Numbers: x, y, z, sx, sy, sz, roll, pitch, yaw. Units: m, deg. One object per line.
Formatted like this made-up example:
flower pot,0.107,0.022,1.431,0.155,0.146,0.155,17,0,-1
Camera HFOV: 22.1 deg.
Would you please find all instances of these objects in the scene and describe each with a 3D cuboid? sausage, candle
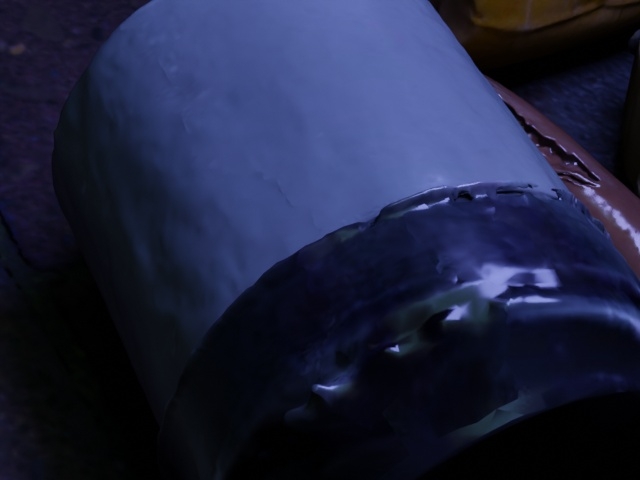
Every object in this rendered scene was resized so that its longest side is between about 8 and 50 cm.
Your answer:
sausage,0.127,-0.025,0.932,0.078,0.078,0.304,-24,56,-38
candle,0.000,0.000,0.753,0.221,0.221,0.342,-8,49,-28
sausage,0.186,-0.198,1.113,0.354,0.116,0.134,-19,41,-39

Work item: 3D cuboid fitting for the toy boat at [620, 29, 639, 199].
toy boat,0.364,-0.104,1.071,0.445,0.136,0.162,-15,35,-29
